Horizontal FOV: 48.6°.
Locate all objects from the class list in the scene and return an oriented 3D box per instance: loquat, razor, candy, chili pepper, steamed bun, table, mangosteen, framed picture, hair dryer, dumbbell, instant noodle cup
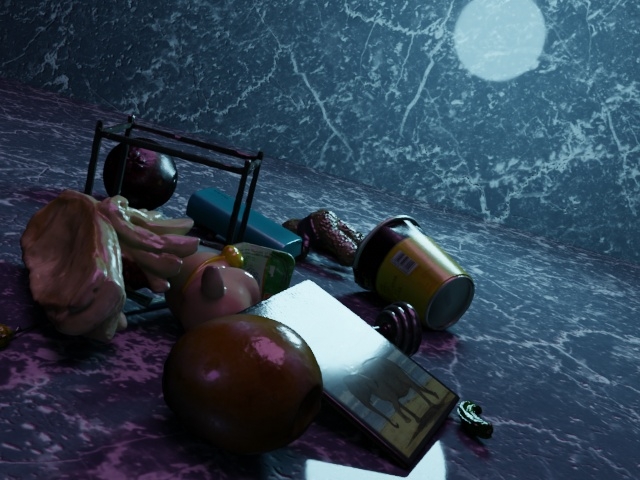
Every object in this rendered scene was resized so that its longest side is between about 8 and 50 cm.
[{"bbox_3d":[-0.104,0.185,0.936,0.227,0.179,0.179,14,12,33],"label":"loquat"},{"bbox_3d":[-0.280,0.103,1.326,0.068,0.037,0.191,18,12,29],"label":"razor"},{"bbox_3d":[-0.454,0.134,1.058,0.035,0.035,0.123,21,7,10],"label":"candy"},{"bbox_3d":[0.249,0.293,1.168,0.055,0.035,0.118,28,5,0],"label":"chili pepper"},{"bbox_3d":[-0.360,0.021,1.218,0.189,0.247,0.428,35,-4,-36],"label":"steamed bun"},{"bbox_3d":[-0.331,-0.105,1.591,0.335,0.272,0.222,15,14,0],"label":"table"},{"bbox_3d":[-0.471,-0.168,1.863,0.210,0.210,0.210,14,14,-4],"label":"mangosteen"},{"bbox_3d":[0.049,0.195,1.144,0.347,0.016,0.265,37,25,17],"label":"framed picture"},{"bbox_3d":[-0.283,-0.037,1.843,0.106,0.054,0.154,8,20,-10],"label":"hair dryer"},{"bbox_3d":[0.081,0.174,1.323,0.254,0.110,0.110,-2,21,-30],"label":"dumbbell"},{"bbox_3d":[0.221,0.083,1.631,0.215,0.215,0.236,3,26,-39],"label":"instant noodle cup"}]

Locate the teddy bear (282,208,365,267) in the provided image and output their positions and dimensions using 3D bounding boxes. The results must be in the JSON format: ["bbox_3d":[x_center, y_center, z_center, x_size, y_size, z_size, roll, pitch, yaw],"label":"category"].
[{"bbox_3d":[0.002,-0.019,1.859,0.251,0.129,0.182,6,19,20],"label":"teddy bear"}]

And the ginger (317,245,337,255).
[{"bbox_3d":[0.046,0.008,1.962,0.190,0.069,0.095,25,53,30],"label":"ginger"}]

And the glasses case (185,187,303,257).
[{"bbox_3d":[-0.191,-0.041,1.791,0.301,0.070,0.117,28,32,23],"label":"glasses case"}]

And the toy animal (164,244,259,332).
[{"bbox_3d":[-0.188,0.096,1.219,0.149,0.165,0.248,4,11,-20],"label":"toy animal"}]

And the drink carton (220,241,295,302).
[{"bbox_3d":[-0.137,0.073,1.409,0.144,0.146,0.142,14,6,-7],"label":"drink carton"}]
